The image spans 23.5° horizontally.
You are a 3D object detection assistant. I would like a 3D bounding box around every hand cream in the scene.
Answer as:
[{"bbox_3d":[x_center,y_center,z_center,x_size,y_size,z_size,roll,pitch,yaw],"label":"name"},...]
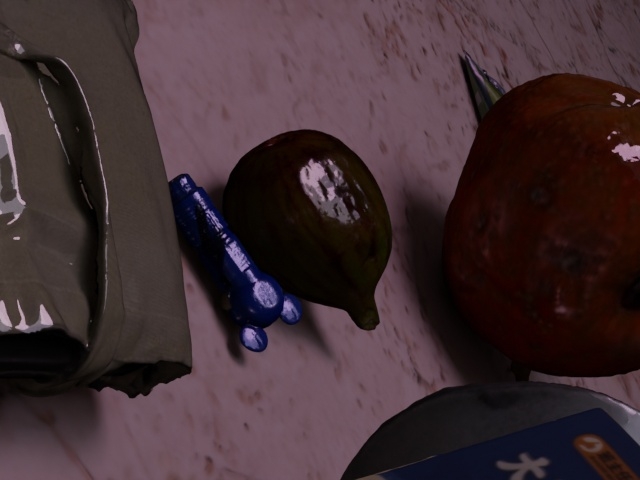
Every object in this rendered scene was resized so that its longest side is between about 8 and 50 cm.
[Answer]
[{"bbox_3d":[0.199,-0.105,1.614,0.086,0.055,0.235,42,22,-41],"label":"hand cream"}]

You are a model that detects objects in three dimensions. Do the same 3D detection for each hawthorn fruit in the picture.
[{"bbox_3d":[0.221,-0.011,1.282,0.258,0.262,0.258,22,51,-30],"label":"hawthorn fruit"}]

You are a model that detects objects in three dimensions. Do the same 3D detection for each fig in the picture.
[{"bbox_3d":[0.000,0.000,1.038,0.109,0.103,0.154,-33,108,-30],"label":"fig"}]

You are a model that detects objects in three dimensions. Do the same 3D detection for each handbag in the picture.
[{"bbox_3d":[-0.176,-0.049,0.728,0.316,0.109,0.253,16,54,-59],"label":"handbag"}]

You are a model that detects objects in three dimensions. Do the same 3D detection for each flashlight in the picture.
[{"bbox_3d":[-0.062,0.013,0.978,0.057,0.035,0.121,-38,95,-41],"label":"flashlight"}]

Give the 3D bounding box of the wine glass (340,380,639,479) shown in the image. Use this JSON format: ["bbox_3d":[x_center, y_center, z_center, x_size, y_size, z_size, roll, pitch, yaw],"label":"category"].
[{"bbox_3d":[0.083,0.287,0.728,0.267,0.267,0.406,53,30,-17],"label":"wine glass"}]

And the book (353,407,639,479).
[{"bbox_3d":[0.045,0.181,0.655,0.228,0.323,0.018,-128,-149,-47],"label":"book"}]
